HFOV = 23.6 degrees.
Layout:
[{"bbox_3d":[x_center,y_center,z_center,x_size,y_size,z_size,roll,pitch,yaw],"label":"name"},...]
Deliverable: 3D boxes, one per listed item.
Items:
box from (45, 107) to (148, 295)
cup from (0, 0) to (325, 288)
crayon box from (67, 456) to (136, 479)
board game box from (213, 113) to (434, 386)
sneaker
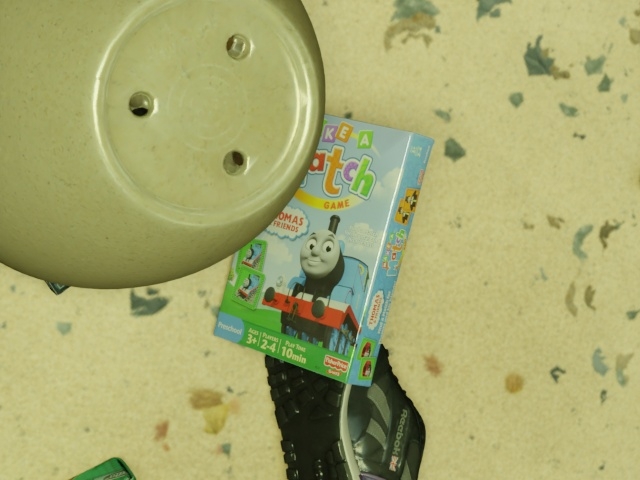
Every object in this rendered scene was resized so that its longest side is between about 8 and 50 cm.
[{"bbox_3d":[-0.218,-0.094,1.278,0.159,0.044,0.233,-34,104,-11],"label":"box"},{"bbox_3d":[-0.127,-0.107,1.141,0.331,0.237,0.331,-5,101,-25],"label":"cup"},{"bbox_3d":[-0.257,0.321,1.291,0.278,0.081,0.165,-25,103,-13],"label":"crayon box"},{"bbox_3d":[0.000,0.000,1.299,0.039,0.160,0.212,14,91,-49],"label":"board game box"},{"bbox_3d":[0.032,0.150,1.371,0.124,0.107,0.283,-3,89,-46],"label":"sneaker"}]
